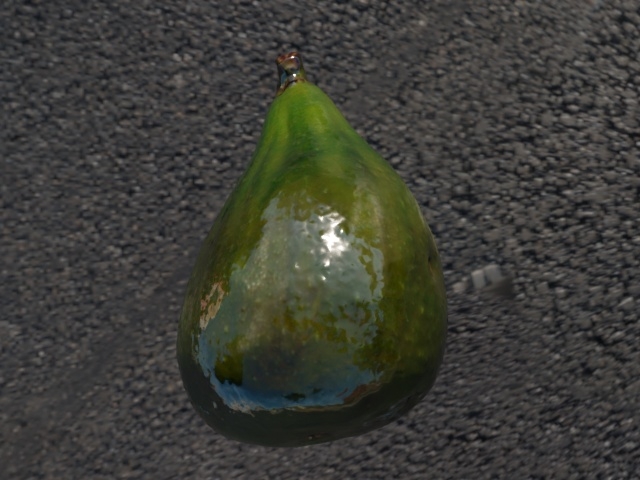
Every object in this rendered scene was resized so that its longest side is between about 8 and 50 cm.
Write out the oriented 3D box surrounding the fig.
[{"bbox_3d":[0.000,0.000,0.477,0.117,0.117,0.177,-13,56,28],"label":"fig"}]
